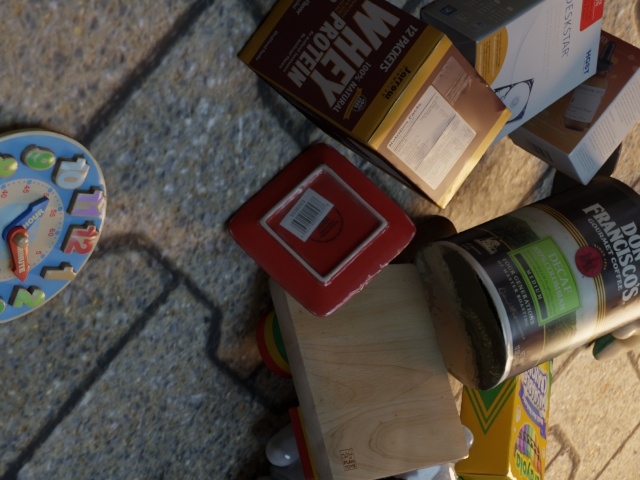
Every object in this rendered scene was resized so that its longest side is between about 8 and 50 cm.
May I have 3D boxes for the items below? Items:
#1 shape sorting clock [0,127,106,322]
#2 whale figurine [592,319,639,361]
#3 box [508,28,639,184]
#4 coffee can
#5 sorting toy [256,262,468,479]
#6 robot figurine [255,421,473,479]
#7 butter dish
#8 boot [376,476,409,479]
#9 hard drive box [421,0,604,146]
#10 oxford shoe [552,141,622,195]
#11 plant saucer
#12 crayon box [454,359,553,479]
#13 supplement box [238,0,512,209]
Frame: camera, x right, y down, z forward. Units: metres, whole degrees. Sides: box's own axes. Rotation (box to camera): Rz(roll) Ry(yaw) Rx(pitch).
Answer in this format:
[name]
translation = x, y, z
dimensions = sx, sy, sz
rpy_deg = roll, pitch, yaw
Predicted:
[shape sorting clock]
translation = -0.285, -0.008, 1.261
dimensions = 0.206, 0.040, 0.206
rpy_deg = -31, 140, -30
[whale figurine]
translation = 0.548, 0.100, 2.325
dimensions = 0.216, 0.141, 0.272
rpy_deg = -24, 161, -36
[box]
translation = 0.338, -0.183, 1.785
dimensions = 0.170, 0.130, 0.091
rpy_deg = -51, 145, -5
[coffee can]
translation = 0.285, 0.053, 1.775
dimensions = 0.275, 0.201, 0.201
rpy_deg = -21, 136, -25
[sorting toy]
translation = 0.040, 0.165, 1.662
dimensions = 0.089, 0.255, 0.257
rpy_deg = -25, 165, 40
[robot figurine]
translation = 0.040, 0.335, 1.820
dimensions = 0.353, 0.200, 0.300
rpy_deg = -43, 118, -16
[butter dish]
translation = 0.000, 0.000, 1.547
dimensions = 0.160, 0.160, 0.118
rpy_deg = -43, 168, -15
[boot]
translation = 0.098, 0.442, 1.685
dimensions = 0.260, 0.131, 0.348
rpy_deg = -57, 146, 4
[hard drive box]
translation = 0.232, -0.238, 1.645
dimensions = 0.232, 0.089, 0.181
rpy_deg = -35, 143, -26
[oxford shoe]
translation = 0.388, -0.088, 1.991
dimensions = 0.076, 0.076, 0.212
rpy_deg = -26, 149, -43
[plant saucer]
translation = 0.134, 0.047, 1.835
dimensions = 0.168, 0.029, 0.168
rpy_deg = -30, 139, -30
[crayon box]
translation = 0.270, 0.264, 1.995
dimensions = 0.203, 0.083, 0.322
rpy_deg = 48, 46, -56
[supplement box]
translation = 0.059, -0.159, 1.409
dimensions = 0.129, 0.191, 0.194
rpy_deg = -54, 147, 0
